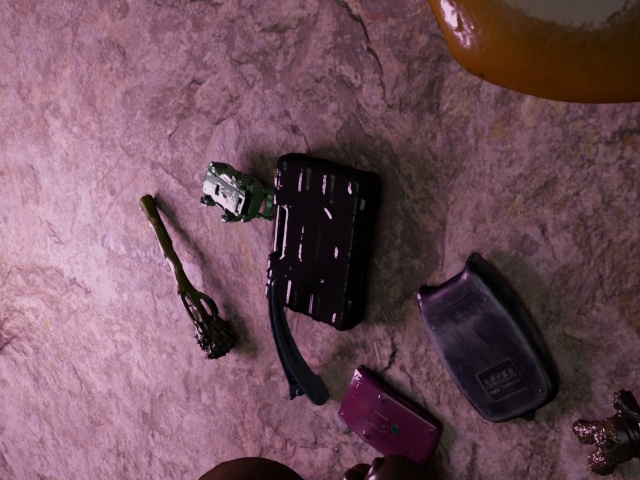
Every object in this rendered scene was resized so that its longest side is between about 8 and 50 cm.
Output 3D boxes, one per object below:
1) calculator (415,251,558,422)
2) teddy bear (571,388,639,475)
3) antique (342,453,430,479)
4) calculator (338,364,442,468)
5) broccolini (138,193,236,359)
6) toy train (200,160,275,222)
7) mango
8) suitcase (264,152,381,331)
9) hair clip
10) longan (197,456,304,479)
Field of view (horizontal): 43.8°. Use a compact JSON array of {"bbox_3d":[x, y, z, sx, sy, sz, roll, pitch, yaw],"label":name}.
[{"bbox_3d":[0.260,0.164,1.252,0.177,0.040,0.268,-39,78,40],"label":"calculator"},{"bbox_3d":[0.422,0.274,1.110,0.160,0.078,0.119,-37,72,39],"label":"teddy bear"},{"bbox_3d":[0.157,0.477,1.337,0.143,0.121,0.256,-39,77,43],"label":"antique"},{"bbox_3d":[0.118,0.318,1.401,0.191,0.034,0.126,34,118,29],"label":"calculator"},{"bbox_3d":[-0.289,0.076,1.681,0.392,0.079,0.074,62,140,21],"label":"broccolini"},{"bbox_3d":[-0.160,-0.092,1.520,0.149,0.081,0.099,34,119,36],"label":"toy train"},{"bbox_3d":[0.339,-0.318,0.965,0.446,0.232,0.299,10,101,28],"label":"mango"},{"bbox_3d":[0.000,0.000,1.410,0.206,0.066,0.285,19,111,35],"label":"suitcase"},{"bbox_3d":[-0.062,0.184,1.458,0.083,0.048,0.275,4,122,42],"label":"hair clip"},{"bbox_3d":[-0.141,0.548,1.492,0.297,0.297,0.297,9,105,38],"label":"longan"}]
